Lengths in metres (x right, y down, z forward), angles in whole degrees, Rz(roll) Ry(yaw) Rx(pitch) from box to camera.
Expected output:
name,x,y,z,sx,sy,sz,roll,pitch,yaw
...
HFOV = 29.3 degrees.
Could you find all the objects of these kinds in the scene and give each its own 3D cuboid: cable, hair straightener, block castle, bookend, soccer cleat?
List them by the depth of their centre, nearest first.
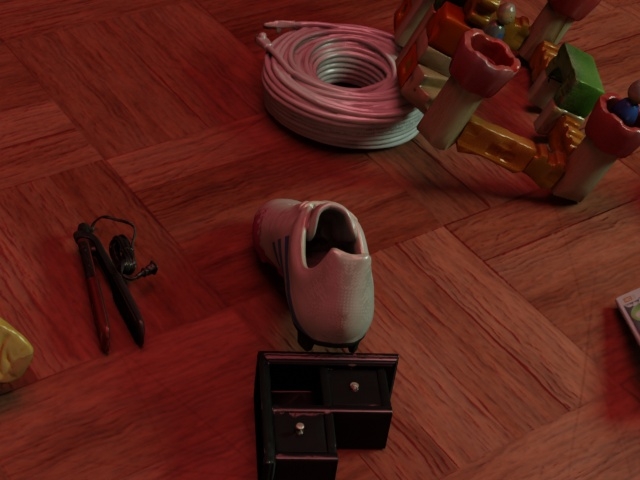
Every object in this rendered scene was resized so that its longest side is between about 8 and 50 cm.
name,x,y,z,sx,sy,sz,roll,pitch,yaw
bookend,0.010,0.198,1.293,0.156,0.072,0.157,2,40,-7
soccer cleat,0.000,0.000,1.433,0.116,0.143,0.331,3,25,-17
hair straightener,-0.241,0.043,1.471,0.089,0.047,0.230,-8,38,-18
block castle,0.288,-0.293,1.751,0.303,0.213,0.453,21,37,-16
cable,0.040,-0.228,1.798,0.257,0.089,0.257,-3,41,-15

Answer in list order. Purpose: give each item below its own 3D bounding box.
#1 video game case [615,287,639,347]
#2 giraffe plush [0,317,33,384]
name,x,y,z,sx,sy,sz,roll,pitch,yaw
video game case,0.453,0.083,1.440,0.173,0.022,0.190,-26,24,9
giraffe plush,-0.427,0.084,1.309,0.181,0.210,0.170,-19,17,-24
